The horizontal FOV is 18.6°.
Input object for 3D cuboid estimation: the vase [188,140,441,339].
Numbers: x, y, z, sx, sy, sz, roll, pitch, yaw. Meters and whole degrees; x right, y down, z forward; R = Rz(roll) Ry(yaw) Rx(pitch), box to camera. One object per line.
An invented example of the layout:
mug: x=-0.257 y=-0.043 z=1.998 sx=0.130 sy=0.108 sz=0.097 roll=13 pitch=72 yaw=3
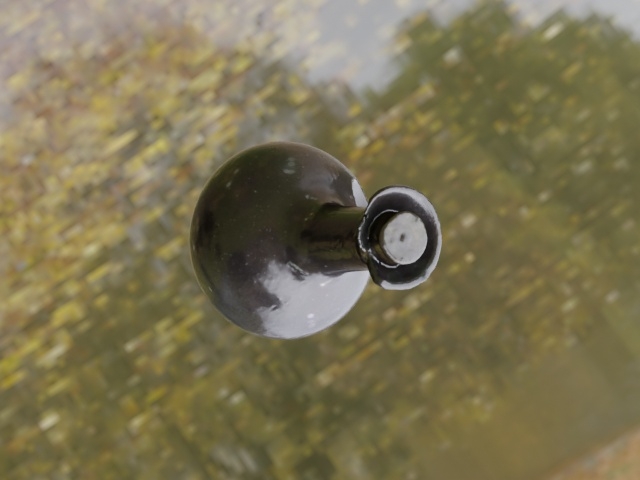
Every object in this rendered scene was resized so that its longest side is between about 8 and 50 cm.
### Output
vase: x=0.000 y=0.000 z=1.142 sx=0.120 sy=0.120 sz=0.183 roll=-29 pitch=-166 yaw=-28
